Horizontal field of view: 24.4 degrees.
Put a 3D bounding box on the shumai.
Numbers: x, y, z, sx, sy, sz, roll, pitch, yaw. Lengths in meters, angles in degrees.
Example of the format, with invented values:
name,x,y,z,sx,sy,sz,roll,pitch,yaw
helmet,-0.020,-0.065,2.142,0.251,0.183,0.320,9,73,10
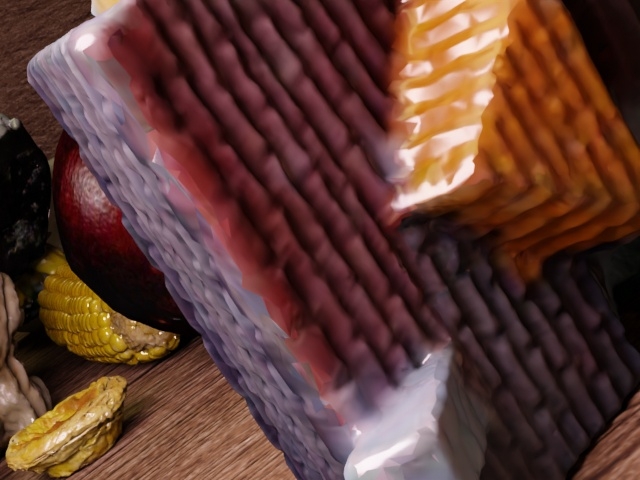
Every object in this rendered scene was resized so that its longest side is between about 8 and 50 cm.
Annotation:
name,x,y,z,sx,sy,sz,roll,pitch,yaw
shumai,-0.355,0.146,1.443,0.184,0.185,0.218,-48,-3,31

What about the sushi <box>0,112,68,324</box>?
name,x,y,z,sx,sy,sz,roll,pitch,yaw
sushi,-0.437,0.032,1.680,0.328,0.285,0.328,-10,27,25

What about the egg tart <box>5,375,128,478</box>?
name,x,y,z,sx,sy,sz,roll,pitch,yaw
egg tart,-0.214,0.166,1.294,0.130,0.052,0.130,-33,11,7

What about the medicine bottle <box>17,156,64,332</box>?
name,x,y,z,sx,sy,sz,roll,pitch,yaw
medicine bottle,-0.378,0.015,1.992,0.208,0.208,0.339,-40,14,-34

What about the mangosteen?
name,x,y,z,sx,sy,sz,roll,pitch,yaw
mangosteen,-0.100,-0.058,1.308,0.297,0.293,0.297,-13,35,9

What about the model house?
name,x,y,z,sx,sy,sz,roll,pitch,yaw
model house,0.022,-0.038,0.740,0.297,0.360,0.339,-27,13,20

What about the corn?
name,x,y,z,sx,sy,sz,roll,pitch,yaw
corn,-0.220,0.074,1.562,0.119,0.119,0.322,-37,16,-20
